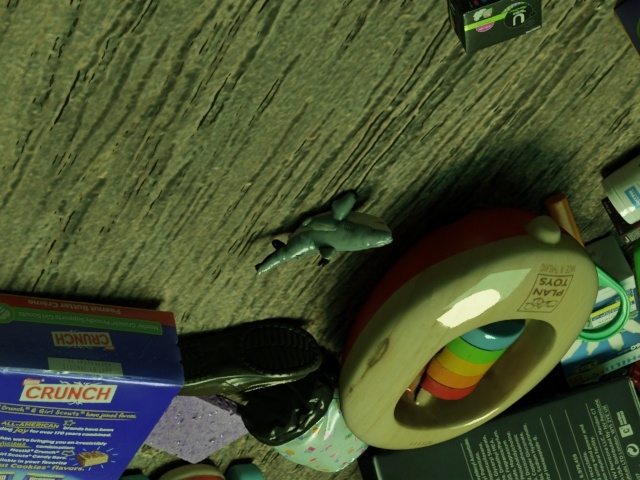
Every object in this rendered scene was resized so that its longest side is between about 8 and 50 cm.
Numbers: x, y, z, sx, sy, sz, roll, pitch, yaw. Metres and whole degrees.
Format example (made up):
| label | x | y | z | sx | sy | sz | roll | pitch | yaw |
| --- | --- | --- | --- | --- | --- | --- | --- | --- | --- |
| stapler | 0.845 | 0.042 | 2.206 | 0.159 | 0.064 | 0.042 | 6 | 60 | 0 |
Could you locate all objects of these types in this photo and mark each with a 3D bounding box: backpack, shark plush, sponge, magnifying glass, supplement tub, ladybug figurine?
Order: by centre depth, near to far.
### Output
| label | x | y | z | sx | sy | sz | roll | pitch | yaw |
| --- | --- | --- | --- | --- | --- | --- | --- | --- | --- |
| shark plush | 0.000 | 0.000 | 1.527 | 0.161 | 0.067 | 0.073 | -14 | 146 | -10 |
| supplement tub | 0.418 | -0.077 | 1.638 | 0.107 | 0.071 | 0.071 | -36 | 143 | 20 |
| ladybug figurine | 0.177 | 0.105 | 1.681 | 0.305 | 0.162 | 0.449 | 4 | 139 | -31 |
| magnifying glass | 0.342 | 0.038 | 1.709 | 0.092 | 0.026 | 0.231 | -23 | 120 | 5 |
| sponge | -0.193 | 0.246 | 1.799 | 0.117 | 0.031 | 0.210 | -33 | 144 | 17 |
| backpack | -0.009 | 0.251 | 1.830 | 0.152 | 0.115 | 0.182 | -34 | 146 | 15 |

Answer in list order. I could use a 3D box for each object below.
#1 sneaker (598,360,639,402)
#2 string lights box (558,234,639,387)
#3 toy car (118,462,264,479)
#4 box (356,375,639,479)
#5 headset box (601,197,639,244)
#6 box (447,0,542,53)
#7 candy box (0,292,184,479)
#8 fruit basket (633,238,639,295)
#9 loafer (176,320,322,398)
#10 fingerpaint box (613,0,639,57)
| label | x | y | z | sx | sy | sz | roll | pitch | yaw |
| --- | --- | --- | --- | --- | --- | --- | --- | --- | --- |
| sneaker | 0.562 | 0.201 | 2.102 | 0.262 | 0.104 | 0.125 | -11 | 166 | -15 |
| string lights box | 0.387 | 0.107 | 1.869 | 0.133 | 0.077 | 0.260 | -24 | 146 | 5 |
| toy car | -0.189 | 0.476 | 1.934 | 0.219 | 0.238 | 0.210 | 0 | 141 | -27 |
| box | 0.278 | 0.366 | 1.965 | 0.395 | 0.212 | 0.293 | -17 | 172 | -6 |
| headset box | 0.418 | -0.043 | 1.693 | 0.083 | 0.062 | 0.032 | -31 | 145 | 16 |
| box | 0.174 | -0.237 | 1.307 | 0.083 | 0.052 | 0.062 | -20 | 145 | -3 |
| candy box | -0.351 | 0.208 | 1.575 | 0.268 | 0.122 | 0.317 | 10 | 136 | -30 |
| fruit basket | 0.609 | 0.113 | 1.868 | 0.392 | 0.283 | 0.392 | -8 | 175 | -1 |
| loafer | -0.108 | 0.159 | 1.695 | 0.220 | 0.080 | 0.078 | -4 | 152 | -15 |
| fingerpaint box | 0.608 | -0.235 | 1.382 | 0.445 | 0.163 | 0.371 | -36 | 131 | 22 |
